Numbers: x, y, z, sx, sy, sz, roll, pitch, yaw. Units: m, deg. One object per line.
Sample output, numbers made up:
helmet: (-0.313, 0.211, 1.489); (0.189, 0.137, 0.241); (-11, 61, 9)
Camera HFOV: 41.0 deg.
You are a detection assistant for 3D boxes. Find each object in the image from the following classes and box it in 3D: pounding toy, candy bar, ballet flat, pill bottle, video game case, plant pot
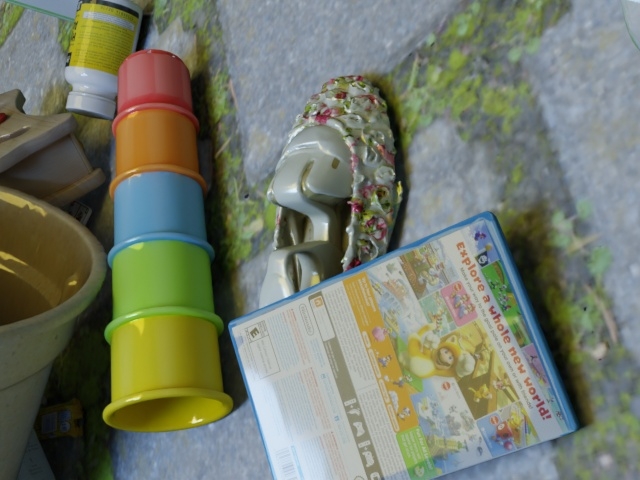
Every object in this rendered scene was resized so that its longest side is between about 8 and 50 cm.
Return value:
pounding toy: (-0.331, -0.064, 0.934); (0.269, 0.155, 0.154); (6, 41, 38)
candy bar: (-0.283, 0.188, 0.868); (0.161, 0.018, 0.040); (-21, 68, 45)
ballet flat: (0.000, 0.000, 0.539); (0.091, 0.077, 0.241); (-7, 75, 37)
pill bottle: (-0.220, -0.183, 0.857); (0.065, 0.065, 0.117); (7, 85, 50)
video game case: (0.037, 0.071, 0.460); (0.166, 0.015, 0.119); (-24, 73, 19)
plant pot: (-0.364, 0.134, 0.696); (0.334, 0.333, 0.306); (37, 121, 48)

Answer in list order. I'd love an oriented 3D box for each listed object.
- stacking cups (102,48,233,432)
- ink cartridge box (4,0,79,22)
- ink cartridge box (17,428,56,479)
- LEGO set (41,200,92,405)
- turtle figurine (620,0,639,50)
stacking cups: (-0.135, -0.013, 0.686); (0.096, 0.096, 0.316); (-33, 57, 40)
ink cartridge box: (-0.393, -0.370, 0.999); (0.353, 0.207, 0.119); (39, 112, 47)
ink cartridge box: (-0.335, 0.222, 0.860); (0.145, 0.045, 0.179); (-42, 73, 34)
LEGO set: (-0.324, 0.064, 0.942); (0.182, 0.060, 0.244); (20, 84, 50)
turtle figurine: (0.225, -0.144, 0.229); (0.266, 0.275, 0.198); (2, 47, 54)
